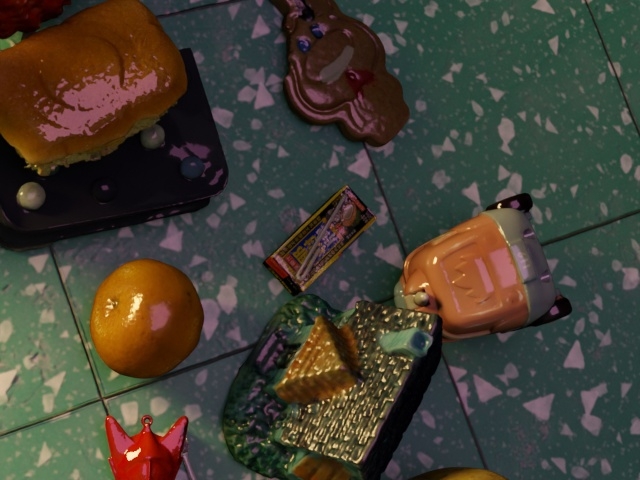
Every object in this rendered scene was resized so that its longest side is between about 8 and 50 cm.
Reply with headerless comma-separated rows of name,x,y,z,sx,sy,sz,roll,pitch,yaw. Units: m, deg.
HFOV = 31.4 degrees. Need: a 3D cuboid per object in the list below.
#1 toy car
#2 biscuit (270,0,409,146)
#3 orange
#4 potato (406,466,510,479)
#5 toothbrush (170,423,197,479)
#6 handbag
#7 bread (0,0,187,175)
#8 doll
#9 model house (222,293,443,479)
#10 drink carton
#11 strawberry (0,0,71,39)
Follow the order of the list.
toy car,0.213,0.058,1.613,0.212,0.270,0.180,-19,85,-5
biscuit,0.011,-0.282,1.726,0.183,0.047,0.319,-22,84,-27
orange,-0.222,0.104,1.484,0.136,0.159,0.159,31,63,-48
potato,0.121,0.466,1.447,0.290,0.296,0.397,44,64,-4
toothbrush,-0.148,0.373,1.507,0.019,0.025,0.275,-17,83,-25
handbag,-0.306,-0.150,1.534,0.326,0.118,0.269,-14,81,-25
bread,-0.294,-0.192,1.420,0.245,0.121,0.174,-28,88,-14
doll,-0.227,0.311,1.474,0.109,0.057,0.169,3,79,-17
model house,0.031,0.202,1.505,0.226,0.241,0.261,34,68,-13
drink carton,0.000,0.000,1.642,0.071,0.056,0.166,46,66,-2
strawberry,-0.403,-0.435,1.467,0.312,0.267,0.351,30,63,37
